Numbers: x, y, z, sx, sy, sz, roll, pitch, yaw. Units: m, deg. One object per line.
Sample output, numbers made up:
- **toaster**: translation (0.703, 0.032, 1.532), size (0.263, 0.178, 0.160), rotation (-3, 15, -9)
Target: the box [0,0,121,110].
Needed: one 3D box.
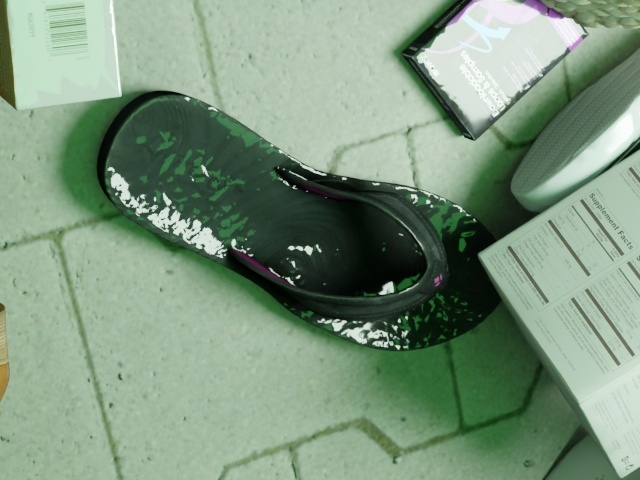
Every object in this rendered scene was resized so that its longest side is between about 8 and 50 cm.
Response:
- **box**: translation (-0.237, -0.192, 1.428), size (0.091, 0.170, 0.130), rotation (-10, 108, -20)

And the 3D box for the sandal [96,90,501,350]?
- **sandal**: translation (-0.002, 0.002, 1.610), size (0.445, 0.107, 0.168), rotation (21, 96, -25)

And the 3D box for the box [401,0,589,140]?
- **box**: translation (0.173, -0.193, 1.670), size (0.162, 0.029, 0.116), rotation (-43, 115, -5)

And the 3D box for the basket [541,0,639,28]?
- **basket**: translation (0.285, -0.370, 1.489), size (0.266, 0.328, 0.331), rotation (30, 84, -28)

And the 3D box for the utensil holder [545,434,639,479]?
- **utensil holder**: translation (0.433, 0.395, 1.774), size (0.385, 0.327, 0.328), rotation (34, 90, -25)

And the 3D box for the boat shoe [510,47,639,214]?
- **boat shoe**: translation (0.342, -0.123, 1.704), size (0.335, 0.121, 0.119), rotation (-41, 111, -9)

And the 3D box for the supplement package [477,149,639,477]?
- **supplement package**: translation (0.331, 0.054, 1.647), size (0.262, 0.198, 0.199), rotation (-33, 146, 2)

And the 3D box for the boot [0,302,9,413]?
- **boot**: translation (-0.376, 0.132, 1.520), size (0.197, 0.073, 0.152), rotation (1, 108, -19)
